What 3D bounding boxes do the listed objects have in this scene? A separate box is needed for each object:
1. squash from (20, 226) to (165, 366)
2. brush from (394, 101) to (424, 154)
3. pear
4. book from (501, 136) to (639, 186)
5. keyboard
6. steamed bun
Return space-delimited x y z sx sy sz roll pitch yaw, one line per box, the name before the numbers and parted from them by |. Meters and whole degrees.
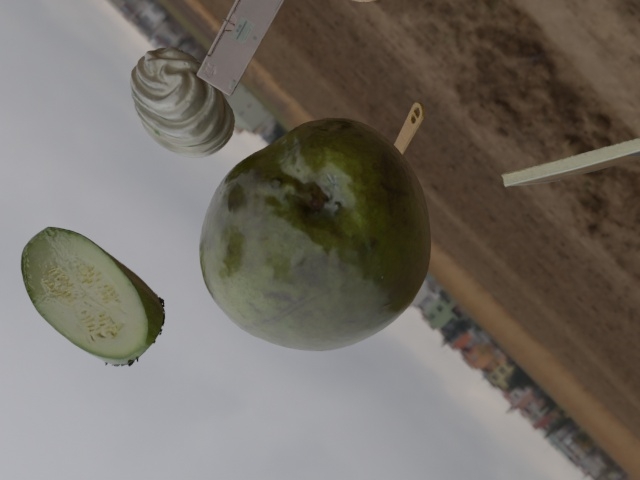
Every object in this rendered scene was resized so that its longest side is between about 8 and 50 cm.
squash | -0.447 0.112 1.851 0.260 0.189 0.189 45 -178 -45
brush | 0.153 -0.174 1.914 0.103 0.013 0.272 67 150 30
pear | 0.000 0.000 1.424 0.352 0.352 0.413 46 168 15
book | 0.350 -0.100 1.094 0.170 0.242 0.018 -8 -95 -53
keyboard | -0.094 -0.257 1.168 0.055 0.166 0.017 31 -152 -5
steamed bun | -0.218 -0.202 1.443 0.183 0.106 0.183 41 161 18
